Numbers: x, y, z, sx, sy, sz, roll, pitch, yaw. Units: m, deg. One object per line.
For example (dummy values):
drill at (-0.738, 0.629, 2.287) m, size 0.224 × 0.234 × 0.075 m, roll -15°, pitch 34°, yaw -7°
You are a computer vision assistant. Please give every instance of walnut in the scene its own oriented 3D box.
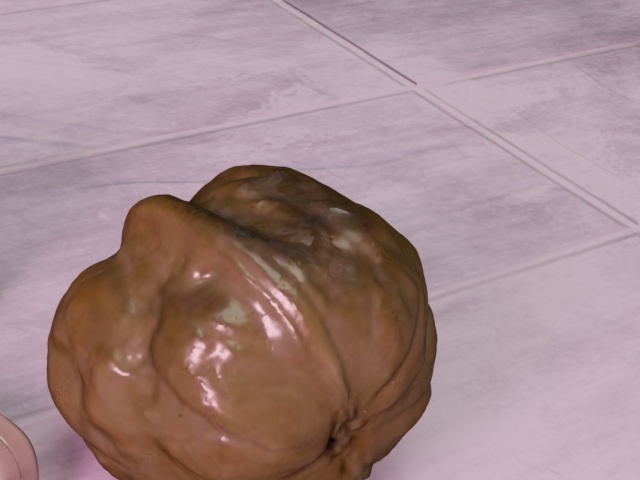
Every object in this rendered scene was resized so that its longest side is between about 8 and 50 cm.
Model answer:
walnut at (-0.057, 0.080, 1.112) m, size 0.277 × 0.282 × 0.253 m, roll 29°, pitch -4°, yaw 41°

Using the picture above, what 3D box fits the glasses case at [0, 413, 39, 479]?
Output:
glasses case at (-0.298, 0.148, 1.097) m, size 0.196 × 0.083 × 0.050 m, roll 26°, pitch 33°, yaw 29°
